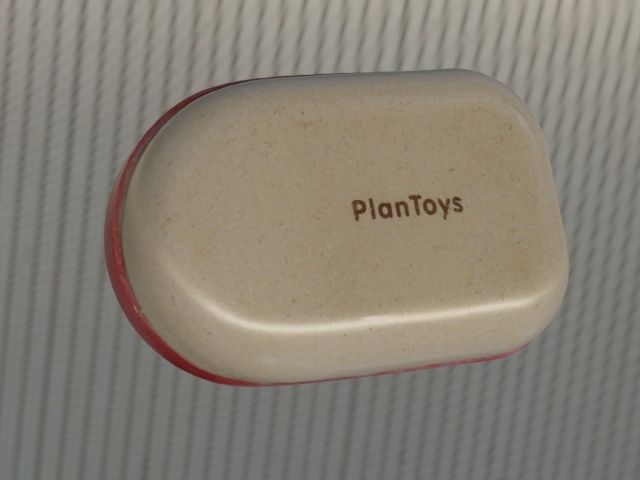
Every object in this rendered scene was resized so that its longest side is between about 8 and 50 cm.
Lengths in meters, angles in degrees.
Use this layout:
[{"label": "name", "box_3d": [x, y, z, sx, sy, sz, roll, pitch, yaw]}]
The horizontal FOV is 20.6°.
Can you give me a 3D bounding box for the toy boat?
[{"label": "toy boat", "box_3d": [0.000, 0.000, 0.891, 0.231, 0.151, 0.151, -5, 79, -26]}]
